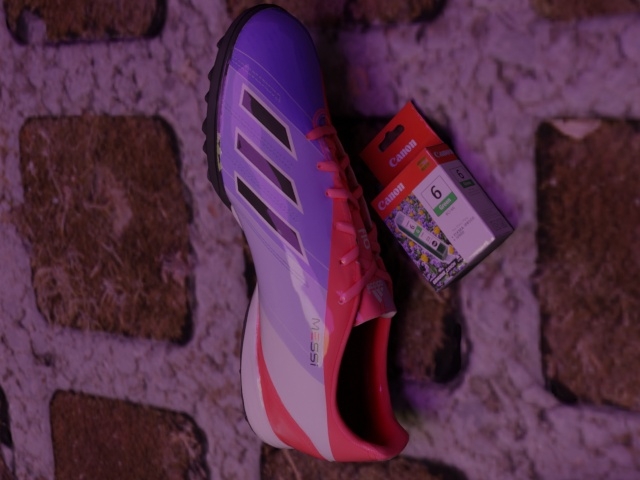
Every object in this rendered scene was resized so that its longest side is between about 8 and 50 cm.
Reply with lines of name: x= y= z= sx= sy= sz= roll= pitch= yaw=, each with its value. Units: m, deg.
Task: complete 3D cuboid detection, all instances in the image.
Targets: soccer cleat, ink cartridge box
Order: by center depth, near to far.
ink cartridge box: x=0.069 y=-0.030 z=0.814 sx=0.115 sy=0.029 sz=0.063 roll=54 pitch=126 yaw=13
soccer cleat: x=0.000 y=0.000 z=0.823 sx=0.116 sy=0.108 sz=0.318 roll=9 pitch=111 yaw=40
